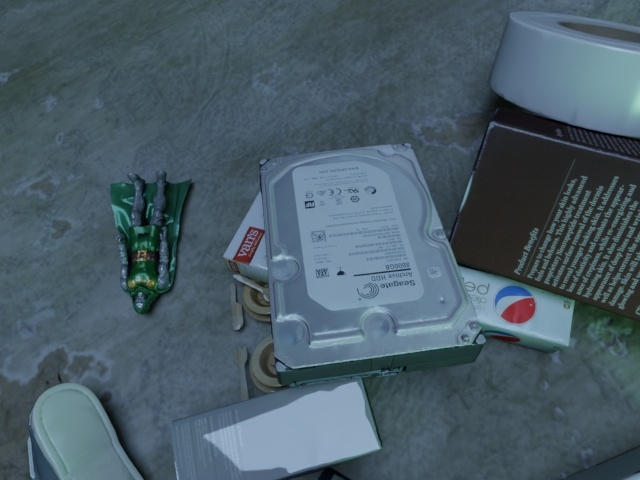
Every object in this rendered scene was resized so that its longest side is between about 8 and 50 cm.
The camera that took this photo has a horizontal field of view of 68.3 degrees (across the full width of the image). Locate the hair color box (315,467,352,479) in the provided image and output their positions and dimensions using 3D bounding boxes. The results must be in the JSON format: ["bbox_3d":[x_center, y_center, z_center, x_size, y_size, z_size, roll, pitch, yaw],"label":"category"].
[{"bbox_3d":[-0.035,0.433,0.486,0.105,0.174,0.347,25,74,14],"label":"hair color box"}]

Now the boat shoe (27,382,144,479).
[{"bbox_3d":[-0.296,0.347,0.613,0.099,0.116,0.319,-42,71,36],"label":"boat shoe"}]

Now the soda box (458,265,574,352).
[{"bbox_3d":[0.222,0.088,0.650,0.216,0.069,0.073,13,71,13],"label":"soda box"}]

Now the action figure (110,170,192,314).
[{"bbox_3d":[-0.277,0.003,0.752,0.137,0.063,0.232,-6,71,1],"label":"action figure"}]

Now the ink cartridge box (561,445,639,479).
[{"bbox_3d":[0.391,0.374,0.489,0.197,0.114,0.272,-22,68,-3],"label":"ink cartridge box"}]

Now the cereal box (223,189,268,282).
[{"bbox_3d":[0.000,0.000,0.706,0.240,0.047,0.172,16,58,12],"label":"cereal box"}]

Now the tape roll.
[{"bbox_3d":[0.395,-0.244,0.667,0.287,0.100,0.286,6,33,-4],"label":"tape roll"}]

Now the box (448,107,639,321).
[{"bbox_3d":[0.374,-0.020,0.587,0.382,0.191,0.143,19,30,14],"label":"box"}]

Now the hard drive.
[{"bbox_3d":[0.045,0.009,0.624,0.237,0.064,0.338,-6,53,-3],"label":"hard drive"}]

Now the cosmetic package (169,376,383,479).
[{"bbox_3d":[-0.047,0.244,0.590,0.238,0.127,0.107,-18,66,-2],"label":"cosmetic package"}]

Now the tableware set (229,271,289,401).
[{"bbox_3d":[-0.068,0.120,0.672,0.128,0.039,0.194,-14,58,1],"label":"tableware set"}]
